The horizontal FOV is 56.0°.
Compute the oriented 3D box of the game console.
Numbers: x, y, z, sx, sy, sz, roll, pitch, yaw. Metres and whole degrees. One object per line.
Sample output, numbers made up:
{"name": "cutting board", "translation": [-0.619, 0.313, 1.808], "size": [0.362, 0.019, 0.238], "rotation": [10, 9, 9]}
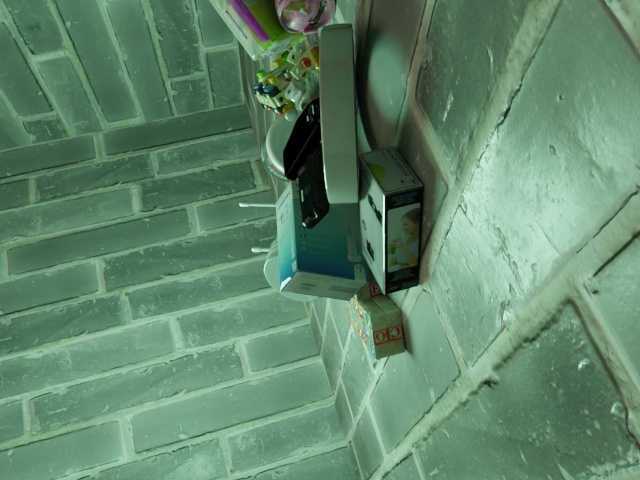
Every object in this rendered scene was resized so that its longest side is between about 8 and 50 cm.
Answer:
{"name": "game console", "translation": [-0.033, -0.186, 1.558], "size": [0.213, 0.044, 0.361], "rotation": [128, 145, -47]}

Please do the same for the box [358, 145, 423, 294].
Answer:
{"name": "box", "translation": [0.153, -0.043, 1.344], "size": [0.169, 0.087, 0.290], "rotation": [-114, 14, -47]}

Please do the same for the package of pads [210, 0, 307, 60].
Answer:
{"name": "package of pads", "translation": [-0.149, -0.624, 1.633], "size": [0.229, 0.101, 0.296], "rotation": [52, -144, -9]}

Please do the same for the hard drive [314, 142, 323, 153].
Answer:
{"name": "hard drive", "translation": [0.024, -0.233, 1.686], "size": [0.022, 0.135, 0.094], "rotation": [99, 156, -70]}

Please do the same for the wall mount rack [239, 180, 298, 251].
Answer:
{"name": "wall mount rack", "translation": [-0.097, -0.071, 2.063], "size": [0.130, 0.304, 0.350], "rotation": [49, 157, 48]}

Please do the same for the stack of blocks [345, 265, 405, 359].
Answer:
{"name": "stack of blocks", "translation": [0.144, 0.195, 1.729], "size": [0.297, 0.087, 0.171], "rotation": [-132, 30, -71]}

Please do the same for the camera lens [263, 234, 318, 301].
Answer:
{"name": "camera lens", "translation": [-0.033, 0.025, 1.873], "size": [0.219, 0.219, 0.274], "rotation": [86, -157, -44]}

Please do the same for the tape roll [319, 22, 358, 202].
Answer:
{"name": "tape roll", "translation": [0.046, -0.277, 1.351], "size": [0.392, 0.072, 0.392], "rotation": [-2, -90, -85]}

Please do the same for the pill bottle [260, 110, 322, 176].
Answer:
{"name": "pill bottle", "translation": [-0.094, -0.308, 2.050], "size": [0.363, 0.210, 0.210], "rotation": [-174, 71, -81]}

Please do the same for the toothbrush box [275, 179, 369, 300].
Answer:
{"name": "toothbrush box", "translation": [0.000, 0.000, 1.675], "size": [0.126, 0.216, 0.296], "rotation": [-48, 39, 49]}

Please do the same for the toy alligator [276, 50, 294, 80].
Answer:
{"name": "toy alligator", "translation": [-0.113, -0.641, 2.185], "size": [0.051, 0.056, 0.190], "rotation": [-48, 43, 27]}

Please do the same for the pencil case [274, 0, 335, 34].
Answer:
{"name": "pencil case", "translation": [-0.082, -0.723, 1.565], "size": [0.167, 0.160, 0.386], "rotation": [12, -127, -50]}

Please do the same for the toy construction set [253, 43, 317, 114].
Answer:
{"name": "toy construction set", "translation": [-0.103, -0.511, 1.920], "size": [0.151, 0.215, 0.327], "rotation": [56, 170, -15]}

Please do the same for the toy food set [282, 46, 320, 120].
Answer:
{"name": "toy food set", "translation": [-0.019, -0.415, 1.707], "size": [0.232, 0.111, 0.104], "rotation": [-54, 41, 35]}
